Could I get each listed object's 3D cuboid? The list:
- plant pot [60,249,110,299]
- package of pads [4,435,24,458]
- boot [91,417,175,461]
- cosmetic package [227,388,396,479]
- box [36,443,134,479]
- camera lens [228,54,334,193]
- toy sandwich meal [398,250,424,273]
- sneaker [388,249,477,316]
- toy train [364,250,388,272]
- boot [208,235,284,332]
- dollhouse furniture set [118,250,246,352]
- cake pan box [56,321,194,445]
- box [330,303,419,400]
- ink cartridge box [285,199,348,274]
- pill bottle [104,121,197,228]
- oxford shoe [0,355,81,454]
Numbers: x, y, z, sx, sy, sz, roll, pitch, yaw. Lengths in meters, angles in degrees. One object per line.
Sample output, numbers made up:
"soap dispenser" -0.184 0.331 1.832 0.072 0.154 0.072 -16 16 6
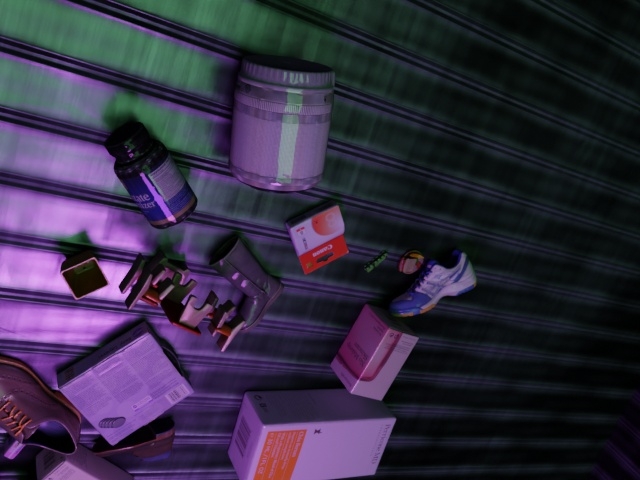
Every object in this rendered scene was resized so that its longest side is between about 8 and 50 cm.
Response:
"plant pot" -0.536 0.068 1.437 0.081 0.083 0.081 -26 123 -14
"package of pads" -0.744 0.489 1.566 0.083 0.050 0.032 -49 128 3
"boot" -0.496 0.565 1.713 0.219 0.082 0.106 -10 116 -24
"cosmetic package" -0.023 0.587 1.917 0.453 0.161 0.230 5 112 -30
"box" -0.608 0.630 1.671 0.094 0.113 0.275 -40 124 -3
"camera lens" -0.088 -0.256 1.418 0.219 0.219 0.274 -4 116 -26
"toy sandwich meal" 0.271 0.067 1.883 0.085 0.029 0.085 -12 119 -22
"sneaker" 0.322 0.125 1.911 0.296 0.112 0.131 -25 106 -16
"toy train" 0.162 0.061 1.833 0.083 0.017 0.024 -37 135 -6
"boot" -0.209 0.116 1.636 0.190 0.076 0.208 -54 134 -11
"dollhouse furniture set" -0.343 0.141 1.465 0.262 0.259 0.135 33 94 -35
"cake pan box" -0.488 0.364 1.624 0.267 0.070 0.246 -33 127 -9
"box" 0.157 0.330 1.886 0.127 0.148 0.232 22 103 -33
"ink cartridge box" 0.000 0.000 1.703 0.145 0.045 0.179 -27 121 -12
"pill bottle" -0.372 -0.142 1.391 0.123 0.123 0.219 -33 124 -8
"oxford shoe" -0.703 0.385 1.483 0.130 0.133 0.363 -46 126 1
